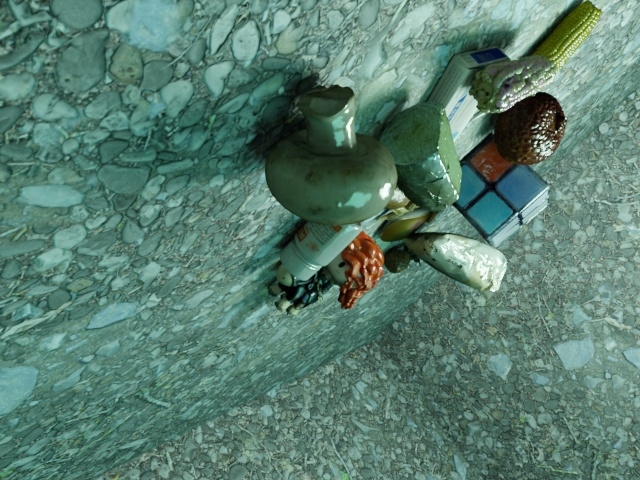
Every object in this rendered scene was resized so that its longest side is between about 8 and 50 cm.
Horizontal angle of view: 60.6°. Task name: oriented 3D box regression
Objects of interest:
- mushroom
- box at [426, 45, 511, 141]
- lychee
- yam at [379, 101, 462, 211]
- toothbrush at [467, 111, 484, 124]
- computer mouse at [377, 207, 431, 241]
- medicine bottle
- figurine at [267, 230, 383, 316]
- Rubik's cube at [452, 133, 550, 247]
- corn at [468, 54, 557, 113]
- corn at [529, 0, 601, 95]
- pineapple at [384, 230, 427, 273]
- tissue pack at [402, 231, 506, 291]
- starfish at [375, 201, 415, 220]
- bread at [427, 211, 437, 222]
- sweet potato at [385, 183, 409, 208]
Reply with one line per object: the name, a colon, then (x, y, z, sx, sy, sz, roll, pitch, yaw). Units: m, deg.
mushroom: (0.032, -0.185, 1.187, 0.298, 0.298, 0.289, -21, 130, -40)
box: (0.386, -0.393, 1.594, 0.200, 0.065, 0.343, -23, 155, -35)
lychee: (0.746, -0.400, 1.957, 0.261, 0.260, 0.260, -33, 160, -14)
yam: (0.289, -0.220, 1.538, 0.202, 0.202, 0.271, -4, 151, 34)
toothbrush: (0.485, -0.395, 1.835, 0.204, 0.017, 0.022, -32, 149, -16)
computer mouse: (0.365, -0.071, 2.265, 0.311, 0.071, 0.158, -18, 154, -46)
medicine bottle: (0.000, 0.000, 1.681, 0.252, 0.144, 0.145, -48, 158, 19)
figurine: (0.015, 0.120, 1.914, 0.412, 0.241, 0.306, -14, 130, -12)
Rubik's cube: (0.706, -0.190, 2.223, 0.316, 0.318, 0.313, -44, 160, 13)
corn: (0.537, -0.438, 1.496, 0.335, 0.126, 0.126, -28, 158, -34)
corn: (0.736, -0.599, 1.704, 0.106, 0.106, 0.305, -9, 141, -54)
pineapple: (0.424, 0.058, 2.597, 0.278, 0.130, 0.118, -24, 126, -30)
tissue pack: (0.561, 0.056, 2.319, 0.195, 0.376, 0.390, -63, -172, 1)
starfish: (0.314, -0.127, 2.040, 0.236, 0.062, 0.277, -21, 173, -8)
bread: (0.492, -0.124, 2.377, 0.110, 0.025, 0.110, -62, 180, -1)
sweet potato: (0.156, -0.164, 1.618, 0.131, 0.131, 0.337, -45, 155, 19)
